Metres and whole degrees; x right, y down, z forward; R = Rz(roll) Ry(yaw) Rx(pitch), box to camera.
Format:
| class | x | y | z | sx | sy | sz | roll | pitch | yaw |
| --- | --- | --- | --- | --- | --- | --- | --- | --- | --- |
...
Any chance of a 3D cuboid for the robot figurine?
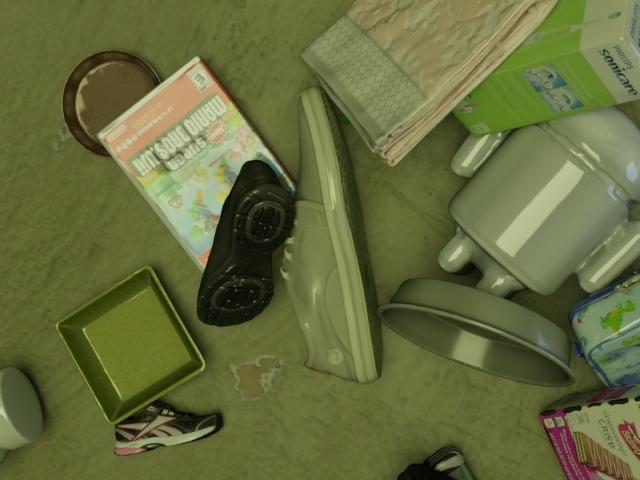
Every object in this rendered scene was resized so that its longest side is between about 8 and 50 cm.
| class | x | y | z | sx | sy | sz | roll | pitch | yaw |
| --- | --- | --- | --- | --- | --- | --- | --- | --- | --- |
| robot figurine | 0.322 | -0.064 | 1.590 | 0.300 | 0.200 | 0.353 | 44 | 99 | 12 |

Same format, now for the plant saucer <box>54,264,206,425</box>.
| class | x | y | z | sx | sy | sz | roll | pitch | yaw |
| --- | --- | --- | --- | --- | --- | --- | --- | --- | --- |
| plant saucer | -0.292 | 0.163 | 1.767 | 0.188 | 0.045 | 0.188 | -32 | 83 | 10 |

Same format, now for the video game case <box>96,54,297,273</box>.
| class | x | y | z | sx | sy | sz | roll | pitch | yaw |
| --- | --- | --- | --- | --- | --- | --- | --- | --- | --- |
| video game case | -0.179 | -0.110 | 1.731 | 0.204 | 0.025 | 0.285 | -36 | 96 | 9 |

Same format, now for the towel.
| class | x | y | z | sx | sy | sz | roll | pitch | yaw |
| --- | --- | --- | --- | --- | --- | --- | --- | --- | --- |
| towel | 0.137 | -0.294 | 1.562 | 0.317 | 0.332 | 0.053 | -44 | 128 | 9 |

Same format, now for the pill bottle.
| class | x | y | z | sx | sy | sz | roll | pitch | yaw |
| --- | --- | --- | --- | --- | --- | --- | --- | --- | --- |
| pill bottle | -0.599 | 0.306 | 1.768 | 0.301 | 0.169 | 0.169 | -21 | 91 | 9 |

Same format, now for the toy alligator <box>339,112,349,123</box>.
| class | x | y | z | sx | sy | sz | roll | pitch | yaw |
| --- | --- | --- | --- | --- | --- | --- | --- | --- | --- |
| toy alligator | 0.082 | -0.260 | 1.689 | 0.190 | 0.056 | 0.051 | -53 | 45 | 8 |

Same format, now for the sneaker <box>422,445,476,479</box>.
| class | x | y | z | sx | sy | sz | roll | pitch | yaw |
| --- | --- | --- | --- | --- | --- | --- | --- | --- | --- |
| sneaker | 0.142 | 0.413 | 1.712 | 0.223 | 0.083 | 0.098 | -36 | 93 | 8 |

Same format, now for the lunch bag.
| class | x | y | z | sx | sy | sz | roll | pitch | yaw |
| --- | --- | --- | --- | --- | --- | --- | --- | --- | --- |
| lunch bag | 0.447 | 0.126 | 1.579 | 0.176 | 0.219 | 0.090 | -29 | 56 | 14 |

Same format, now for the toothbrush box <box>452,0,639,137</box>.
| class | x | y | z | sx | sy | sz | roll | pitch | yaw |
| --- | --- | --- | --- | --- | --- | --- | --- | --- | --- |
| toothbrush box | 0.313 | -0.278 | 1.511 | 0.283 | 0.122 | 0.206 | -12 | 50 | 40 |

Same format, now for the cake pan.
| class | x | y | z | sx | sy | sz | roll | pitch | yaw |
| --- | --- | --- | --- | --- | --- | --- | --- | --- | --- |
| cake pan | 0.225 | 0.129 | 1.588 | 0.293 | 0.293 | 0.054 | 20 | 76 | 6 |

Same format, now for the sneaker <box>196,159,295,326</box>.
| class | x | y | z | sx | sy | sz | roll | pitch | yaw |
| --- | --- | --- | --- | --- | --- | --- | --- | --- | --- |
| sneaker | -0.115 | 0.007 | 1.685 | 0.109 | 0.130 | 0.286 | 12 | 124 | -23 |

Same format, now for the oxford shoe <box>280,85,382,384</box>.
| class | x | y | z | sx | sy | sz | roll | pitch | yaw |
| --- | --- | --- | --- | --- | --- | --- | --- | --- | --- |
| oxford shoe | 0.000 | 0.000 | 1.660 | 0.130 | 0.169 | 0.450 | -6 | 100 | 12 |

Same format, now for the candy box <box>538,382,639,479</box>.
| class | x | y | z | sx | sy | sz | roll | pitch | yaw |
| --- | --- | --- | --- | --- | --- | --- | --- | --- | --- |
| candy box | 0.438 | 0.290 | 1.593 | 0.233 | 0.071 | 0.159 | -25 | 90 | 53 |

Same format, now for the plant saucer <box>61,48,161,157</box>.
| class | x | y | z | sx | sy | sz | roll | pitch | yaw |
| --- | --- | --- | --- | --- | --- | --- | --- | --- | --- |
| plant saucer | -0.321 | -0.213 | 1.760 | 0.168 | 0.029 | 0.169 | 1 | 94 | 7 |

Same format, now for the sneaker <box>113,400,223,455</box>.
| class | x | y | z | sx | sy | sz | roll | pitch | yaw |
| --- | --- | --- | --- | --- | --- | --- | --- | --- | --- |
| sneaker | -0.245 | 0.286 | 1.766 | 0.178 | 0.072 | 0.077 | -12 | 82 | 3 |

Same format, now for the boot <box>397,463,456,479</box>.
| class | x | y | z | sx | sy | sz | roll | pitch | yaw |
| --- | --- | --- | --- | --- | --- | --- | --- | --- | --- |
| boot | 0.173 | 0.514 | 1.651 | 0.348 | 0.131 | 0.260 | 42 | 99 | -16 |
